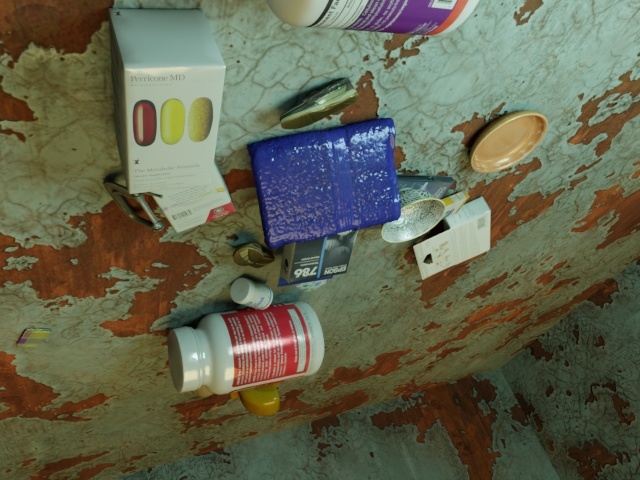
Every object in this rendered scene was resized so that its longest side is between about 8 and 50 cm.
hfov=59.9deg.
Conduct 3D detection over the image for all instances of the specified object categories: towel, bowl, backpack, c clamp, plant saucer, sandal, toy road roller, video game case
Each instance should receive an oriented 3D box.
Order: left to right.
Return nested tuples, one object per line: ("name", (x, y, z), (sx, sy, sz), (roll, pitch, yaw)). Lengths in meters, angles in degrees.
("towel", (-0.705, 0.239, 1.364), (0.060, 0.009, 0.083), (8, 139, -44))
("c clamp", (-0.338, -0.060, 1.036), (0.137, 0.022, 0.160), (22, 155, 10))
("toy road roller", (-0.256, 0.451, 1.781), (0.330, 0.240, 0.202), (-15, 149, -14))
("sandal", (-0.166, 0.031, 1.363), (0.072, 0.049, 0.180), (-23, 165, 12))
("backpack", (-0.028, 0.088, 1.506), (0.105, 0.084, 0.114), (-30, 151, 16))
("towel", (0.013, -0.120, 1.145), (0.308, 0.076, 0.227), (-14, 112, -16))
("video game case", (0.186, -0.094, 1.416), (0.274, 0.026, 0.196), (-3, 145, -32))
("bowl", (0.211, -0.076, 1.357), (0.170, 0.080, 0.170), (-18, 150, -10))
("plant saucer", (0.448, -0.242, 1.342), (0.200, 0.037, 0.200), (-18, 150, -11))

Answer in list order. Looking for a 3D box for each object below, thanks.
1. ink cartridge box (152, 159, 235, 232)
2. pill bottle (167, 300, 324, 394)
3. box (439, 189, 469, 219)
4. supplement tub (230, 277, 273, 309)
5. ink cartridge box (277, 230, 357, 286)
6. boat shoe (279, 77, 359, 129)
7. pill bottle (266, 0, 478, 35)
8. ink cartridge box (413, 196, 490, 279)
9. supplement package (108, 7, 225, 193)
("ink cartridge box", (-0.248, -0.105, 1.052), (0.128, 0.072, 0.175), (-20, 150, -5))
("pill bottle", (-0.214, 0.309, 1.592), (0.408, 0.229, 0.229), (-5, 146, -28))
("box", (0.331, -0.084, 1.497), (0.136, 0.028, 0.081), (-20, 155, -30))
("supplement tub", (-0.185, 0.145, 1.504), (0.071, 0.071, 0.107), (-34, 149, 20))
("ink cartridge box", (0.000, 0.000, 1.323), (0.165, 0.065, 0.332), (-9, 133, -24))
("boat shoe", (-0.007, -0.248, 1.010), (0.152, 0.049, 0.056), (-23, 169, -8))
("pill bottle", (0.046, -0.368, 0.719), (0.323, 0.181, 0.181), (-6, 146, -26))
("ink cartridge box", (0.393, 0.002, 1.678), (0.239, 0.060, 0.275), (-24, 151, 4))
("supplement package", (-0.236, -0.204, 0.838), (0.139, 0.133, 0.244), (-10, 148, -22))
